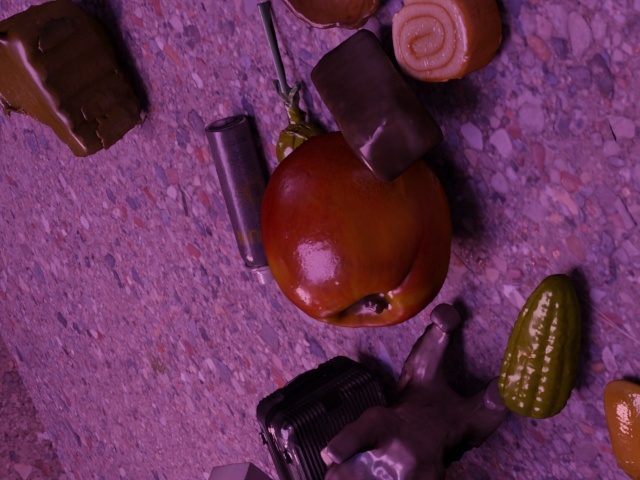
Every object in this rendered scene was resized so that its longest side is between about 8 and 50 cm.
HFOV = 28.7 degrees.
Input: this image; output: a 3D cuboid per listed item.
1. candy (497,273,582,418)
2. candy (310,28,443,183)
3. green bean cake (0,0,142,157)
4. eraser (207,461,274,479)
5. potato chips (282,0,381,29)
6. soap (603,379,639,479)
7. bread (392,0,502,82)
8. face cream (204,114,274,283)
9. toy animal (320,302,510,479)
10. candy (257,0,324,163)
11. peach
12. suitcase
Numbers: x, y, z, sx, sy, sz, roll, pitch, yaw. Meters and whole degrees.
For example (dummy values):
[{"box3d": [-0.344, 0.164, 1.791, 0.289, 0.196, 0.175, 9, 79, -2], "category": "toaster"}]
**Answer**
[{"box3d": [0.280, 0.128, 1.559, 0.096, 0.096, 0.209, 37, 137, 37], "category": "candy"}, {"box3d": [0.068, -0.171, 1.563, 0.102, 0.104, 0.234, 44, -167, -32], "category": "candy"}, {"box3d": [-0.473, -0.302, 2.305, 0.310, 0.202, 0.285, 9, 133, 56], "category": "green bean cake"}, {"box3d": [-0.018, 0.535, 2.192, 0.397, 0.082, 0.213, 40, 154, -13], "category": "eraser"}, {"box3d": [0.003, -0.370, 1.595, 0.208, 0.062, 0.195, 43, 146, 0], "category": "potato chips"}, {"box3d": [0.391, 0.245, 1.535, 0.089, 0.033, 0.168, 18, 130, 54], "category": "soap"}, {"box3d": [0.150, -0.253, 1.477, 0.149, 0.073, 0.122, 5, 113, 57], "category": "bread"}, {"box3d": [-0.118, -0.063, 2.041, 0.073, 0.073, 0.284, 16, 127, 52], "category": "face cream"}, {"box3d": [0.112, 0.302, 1.742, 0.194, 0.344, 0.303, 40, 145, 13], "category": "toy animal"}, {"box3d": [-0.049, -0.221, 1.832, 0.077, 0.073, 0.262, -8, 100, 40], "category": "candy"}, {"box3d": [0.049, -0.022, 1.658, 0.281, 0.238, 0.281, -20, 60, 38], "category": "peach"}, {"box3d": [0.032, 0.353, 2.009, 0.128, 0.202, 0.312, 23, 136, 57], "category": "suitcase"}]
